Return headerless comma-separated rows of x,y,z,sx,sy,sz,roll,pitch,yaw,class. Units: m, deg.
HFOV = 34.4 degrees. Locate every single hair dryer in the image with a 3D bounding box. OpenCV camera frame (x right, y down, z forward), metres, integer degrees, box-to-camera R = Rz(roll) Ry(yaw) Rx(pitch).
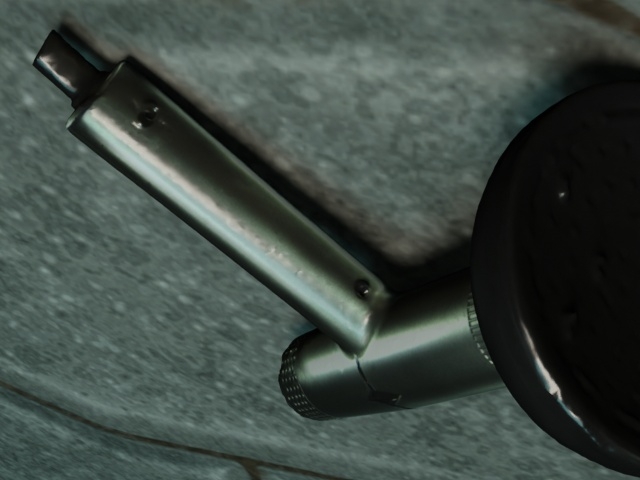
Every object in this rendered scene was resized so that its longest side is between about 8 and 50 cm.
0.001,0.009,0.481,0.284,0.156,0.320,29,155,-27,hair dryer
